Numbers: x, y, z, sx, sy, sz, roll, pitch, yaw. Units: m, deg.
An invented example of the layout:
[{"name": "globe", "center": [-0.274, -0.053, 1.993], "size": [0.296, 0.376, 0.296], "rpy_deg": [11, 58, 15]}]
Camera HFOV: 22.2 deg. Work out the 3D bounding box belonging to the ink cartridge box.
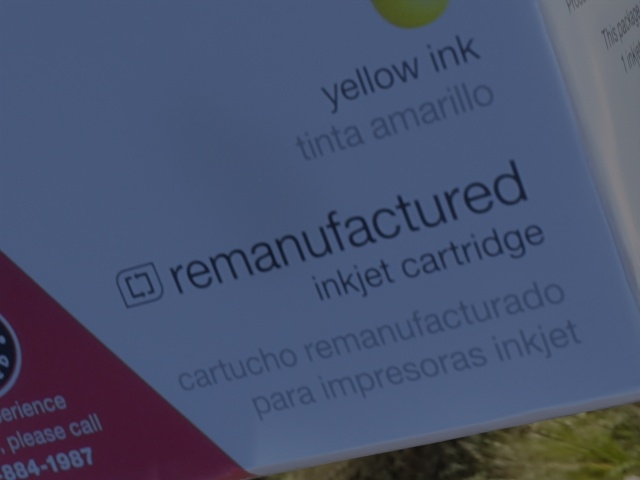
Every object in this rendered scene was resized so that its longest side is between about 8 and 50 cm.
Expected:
[{"name": "ink cartridge box", "center": [-0.064, -0.126, 0.513], "size": [0.279, 0.160, 0.384], "rpy_deg": [-15, 102, 28]}]
